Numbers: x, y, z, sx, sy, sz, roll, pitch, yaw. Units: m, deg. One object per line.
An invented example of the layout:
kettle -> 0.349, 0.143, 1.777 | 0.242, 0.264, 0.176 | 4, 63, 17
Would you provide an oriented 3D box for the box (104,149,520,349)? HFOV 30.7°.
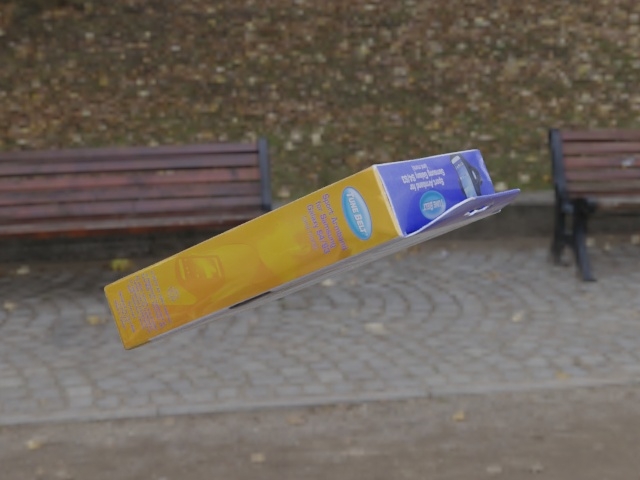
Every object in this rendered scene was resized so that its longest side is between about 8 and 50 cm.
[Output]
box -> 0.000, 0.000, 0.409 | 0.136, 0.028, 0.081 | -25, -6, 31
